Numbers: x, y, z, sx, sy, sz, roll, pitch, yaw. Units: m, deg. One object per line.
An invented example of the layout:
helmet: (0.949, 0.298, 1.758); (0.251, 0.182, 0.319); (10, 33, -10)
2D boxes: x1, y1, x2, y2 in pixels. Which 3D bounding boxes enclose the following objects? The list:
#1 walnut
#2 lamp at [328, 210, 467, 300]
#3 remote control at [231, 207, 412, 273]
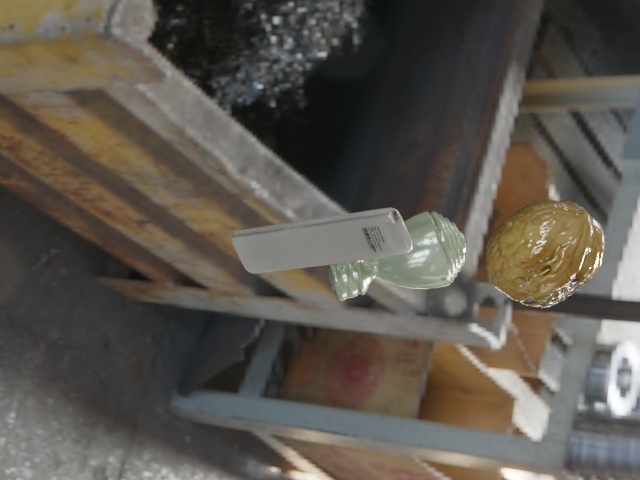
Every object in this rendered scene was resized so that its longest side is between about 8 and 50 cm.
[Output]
walnut: (0.336, 0.014, 1.959); (0.155, 0.184, 0.155); (24, 45, -25)
lamp: (0.105, 0.027, 1.782); (0.106, 0.193, 0.106); (163, -90, -87)
remote control: (0.000, 0.000, 1.709); (0.029, 0.261, 0.067); (-54, 126, -46)
